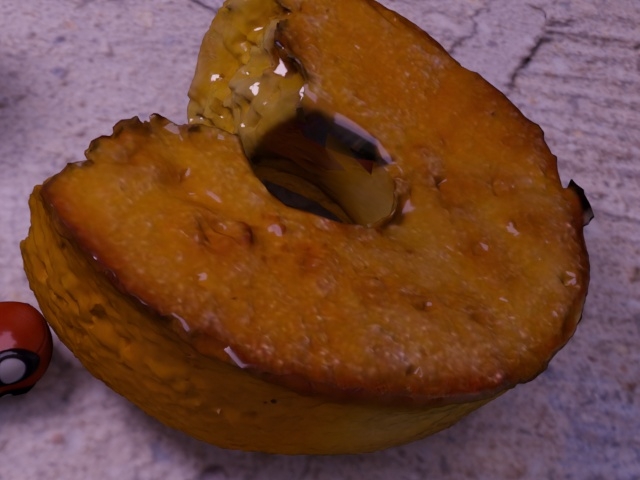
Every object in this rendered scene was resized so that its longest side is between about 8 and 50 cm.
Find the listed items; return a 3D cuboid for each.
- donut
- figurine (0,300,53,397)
[{"bbox_3d":[0.000,0.000,0.876,0.377,0.163,0.435,37,43,4],"label":"donut"},{"bbox_3d":[-0.243,0.085,0.789,0.075,0.068,0.140,45,45,13],"label":"figurine"}]
